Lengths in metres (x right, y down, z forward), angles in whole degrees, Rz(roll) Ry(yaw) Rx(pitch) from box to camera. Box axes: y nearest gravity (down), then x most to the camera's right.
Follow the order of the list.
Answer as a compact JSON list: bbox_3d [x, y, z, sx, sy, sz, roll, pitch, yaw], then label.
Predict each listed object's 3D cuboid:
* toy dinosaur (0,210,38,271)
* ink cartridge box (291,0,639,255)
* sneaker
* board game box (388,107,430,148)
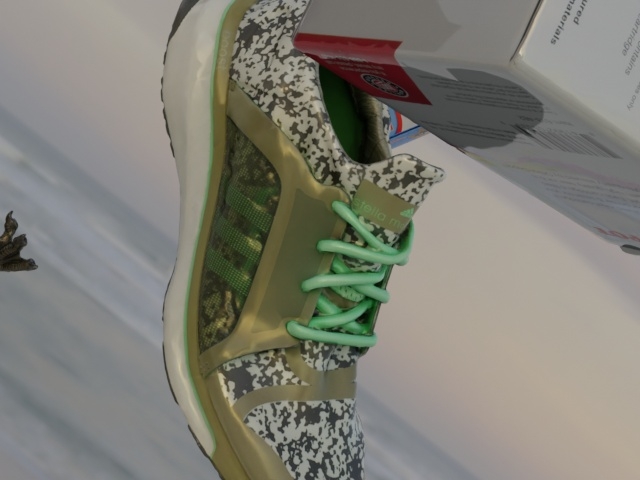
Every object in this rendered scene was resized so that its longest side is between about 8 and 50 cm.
[{"bbox_3d":[-0.235,-0.007,0.926,0.064,0.118,0.268,59,-17,32],"label":"toy dinosaur"},{"bbox_3d":[0.099,-0.055,0.557,0.175,0.072,0.127,28,-7,-33],"label":"ink cartridge box"},{"bbox_3d":[0.000,0.000,1.086,0.182,0.410,0.158,-15,-12,39],"label":"sneaker"},{"bbox_3d":[0.102,-0.177,1.257,0.039,0.211,0.160,3,68,-63],"label":"board game box"}]
